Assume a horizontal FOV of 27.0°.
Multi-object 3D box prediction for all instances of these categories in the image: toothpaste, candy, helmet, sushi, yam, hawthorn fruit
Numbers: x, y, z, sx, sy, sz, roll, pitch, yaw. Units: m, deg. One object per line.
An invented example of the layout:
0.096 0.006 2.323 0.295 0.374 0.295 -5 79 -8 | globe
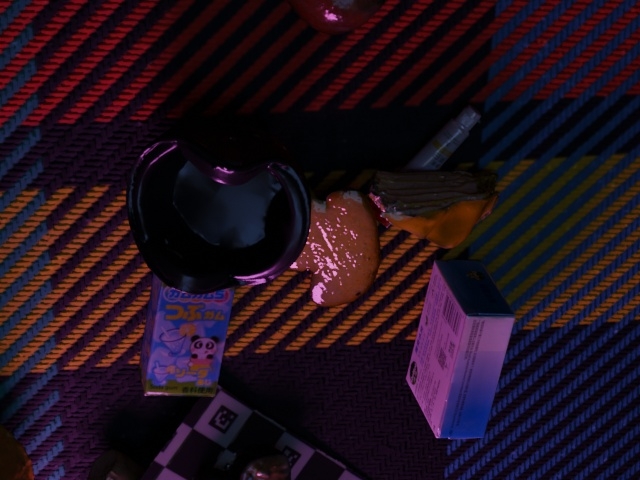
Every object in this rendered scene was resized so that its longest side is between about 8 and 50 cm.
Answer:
0.129 -0.093 1.665 0.048 0.031 0.190 31 111 -30 | toothpaste
-0.169 0.105 1.688 0.097 0.062 0.195 4 117 -15 | candy
-0.115 -0.045 1.535 0.216 0.193 0.189 20 113 -5 | helmet
-0.109 0.421 1.816 0.359 0.064 0.343 37 87 -32 | sushi
-0.186 0.416 1.854 0.083 0.083 0.371 -35 121 7 | yam
0.006 -0.307 1.442 0.189 0.149 0.149 26 111 -30 | hawthorn fruit

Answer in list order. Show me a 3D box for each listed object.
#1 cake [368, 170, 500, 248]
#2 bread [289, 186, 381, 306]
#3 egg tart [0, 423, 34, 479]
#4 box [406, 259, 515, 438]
0.153 -0.051 1.643 0.116 0.080 0.185 -39 134 18 | cake
0.000 0.000 1.674 0.149 0.065 0.188 -4 128 3 | bread
-0.478 0.323 1.677 0.215 0.171 0.215 0 111 1 | egg tart
0.181 0.142 1.748 0.073 0.139 0.194 1 119 -16 | box
